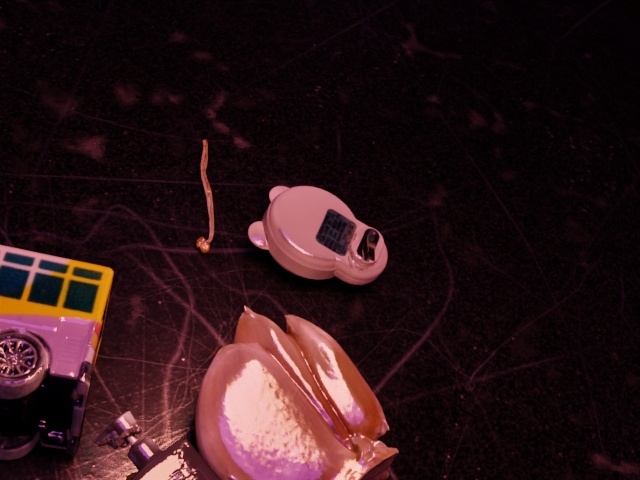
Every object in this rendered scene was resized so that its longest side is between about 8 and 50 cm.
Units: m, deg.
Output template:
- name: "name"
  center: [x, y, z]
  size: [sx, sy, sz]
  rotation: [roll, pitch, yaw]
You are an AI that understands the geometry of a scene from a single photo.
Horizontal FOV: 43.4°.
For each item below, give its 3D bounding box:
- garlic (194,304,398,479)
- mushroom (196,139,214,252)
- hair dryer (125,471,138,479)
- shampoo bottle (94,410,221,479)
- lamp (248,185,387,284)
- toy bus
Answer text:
- name: "garlic"
  center: [-0.053, 0.264, 1.181]
  size: [0.325, 0.132, 0.279]
  rotation: [44, 49, 15]
- name: "mushroom"
  center: [-0.213, -0.087, 1.502]
  size: [0.026, 0.028, 0.286]
  rotation: [-20, 47, 18]
- name: "hair dryer"
  center: [-0.138, 0.409, 1.064]
  size: [0.279, 0.090, 0.135]
  rotation: [19, 46, -13]
- name: "shampoo bottle"
  center: [-0.157, 0.340, 1.004]
  size: [0.309, 0.071, 0.098]
  rotation: [48, 46, 7]
- name: "lamp"
  center: [0.000, 0.002, 1.444]
  size: [0.246, 0.108, 0.179]
  rotation: [26, 51, 0]
- name: "toy bus"
  center: [-0.519, 0.117, 1.076]
  size: [0.440, 0.209, 0.249]
  rotation: [12, 46, -11]
